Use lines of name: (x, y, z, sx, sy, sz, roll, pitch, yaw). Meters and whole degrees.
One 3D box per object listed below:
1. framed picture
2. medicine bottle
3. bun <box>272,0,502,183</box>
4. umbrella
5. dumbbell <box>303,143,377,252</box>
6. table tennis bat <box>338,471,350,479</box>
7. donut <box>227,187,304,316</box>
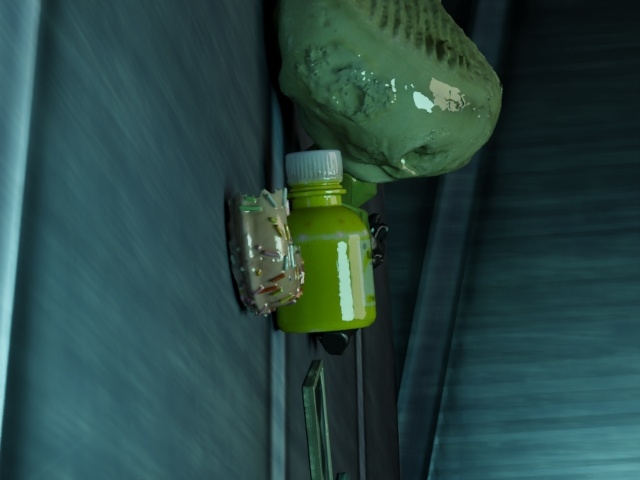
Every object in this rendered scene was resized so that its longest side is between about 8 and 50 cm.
framed picture: (-0.001, 0.279, 2.075, 0.150, 0.015, 0.203, -61, 146, -79)
medicine bottle: (0.000, 0.000, 1.798, 0.122, 0.122, 0.212, -2, 88, -84)
bun: (0.070, -0.226, 2.001, 0.362, 0.234, 0.326, 17, 42, -49)
umbrella: (0.037, 0.067, 2.194, 0.110, 0.122, 0.272, 35, 34, -19)
dumbbell: (0.019, -0.047, 2.064, 0.302, 0.121, 0.108, -80, -167, -64)
table tennis bat: (0.049, 0.473, 2.301, 0.153, 0.040, 0.244, 73, 10, -58)
donut: (-0.054, 0.023, 1.563, 0.166, 0.065, 0.117, 66, 20, -67)
